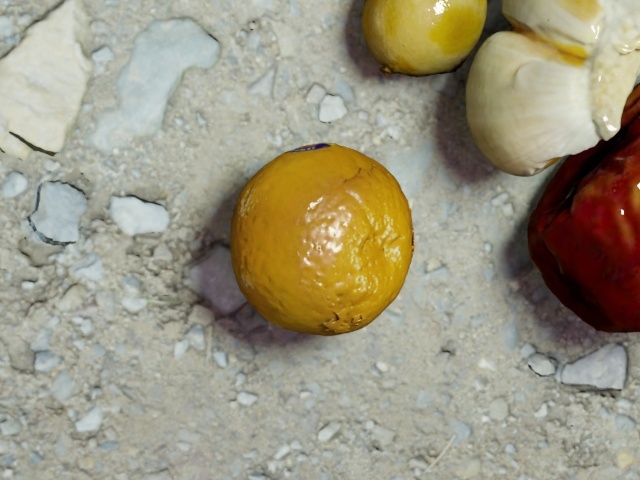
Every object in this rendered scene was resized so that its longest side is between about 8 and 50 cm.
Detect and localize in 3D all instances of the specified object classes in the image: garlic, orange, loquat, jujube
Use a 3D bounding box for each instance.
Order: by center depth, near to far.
[{"bbox_3d":[0.000,0.000,1.599,0.219,0.193,0.219,23,59,-45],"label":"orange"},{"bbox_3d":[0.290,-0.219,1.603,0.249,0.313,0.286,1,110,8],"label":"garlic"},{"bbox_3d":[0.117,-0.256,1.605,0.137,0.163,0.163,23,94,3],"label":"loquat"},{"bbox_3d":[0.426,-0.060,1.655,0.377,0.276,0.276,-35,106,-8],"label":"jujube"}]
